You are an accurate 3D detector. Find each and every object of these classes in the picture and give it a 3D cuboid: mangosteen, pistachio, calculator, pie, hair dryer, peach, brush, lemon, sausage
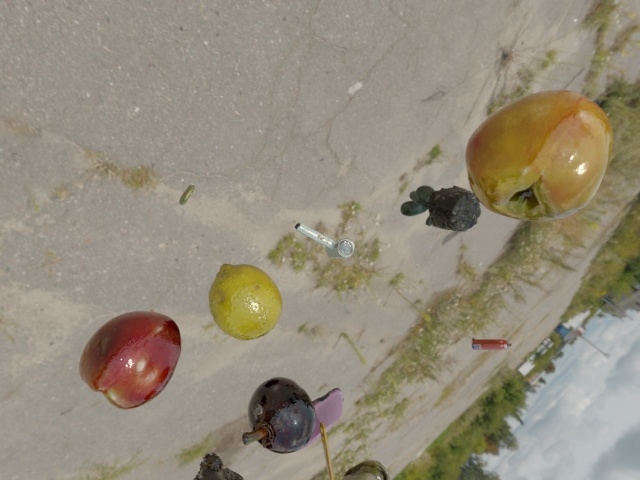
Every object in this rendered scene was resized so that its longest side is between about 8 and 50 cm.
[{"bbox_3d":[-0.143,0.567,1.315,0.261,0.235,0.236,-19,142,-56],"label":"mangosteen"},{"bbox_3d":[0.175,1.027,1.701,0.166,0.197,0.288,-34,158,-54],"label":"pistachio"},{"bbox_3d":[-0.006,0.709,1.658,0.294,0.043,0.194,-21,118,-37],"label":"calculator"},{"bbox_3d":[-0.474,-0.161,1.478,0.020,0.084,0.084,34,101,-28],"label":"pie"},{"bbox_3d":[0.000,0.000,1.559,0.236,0.131,0.073,25,77,-20],"label":"hair dryer"},{"bbox_3d":[-0.527,0.318,1.182,0.275,0.248,0.245,-58,175,-33],"label":"peach"},{"bbox_3d":[0.029,0.555,0.937,0.013,0.273,0.103,-6,160,-15],"label":"brush"},{"bbox_3d":[-0.280,0.222,1.534,0.257,0.310,0.258,-29,-166,8],"label":"lemon"},{"bbox_3d":[0.646,0.390,1.569,0.048,0.145,0.050,56,45,-23],"label":"sausage"},{"bbox_3d":[0.486,-0.195,0.935,0.308,0.288,0.289,-63,156,-22],"label":"peach"}]

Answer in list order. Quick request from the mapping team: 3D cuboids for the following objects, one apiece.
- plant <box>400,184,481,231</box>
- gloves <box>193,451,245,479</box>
[{"bbox_3d":[0.409,-0.117,1.434,0.146,0.274,0.149,-20,112,-28],"label":"plant"},{"bbox_3d":[-0.328,0.802,1.352,0.135,0.210,0.312,-49,176,-28],"label":"gloves"}]
